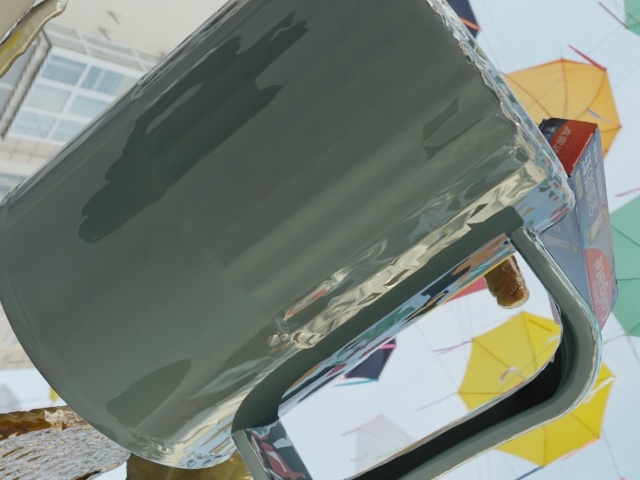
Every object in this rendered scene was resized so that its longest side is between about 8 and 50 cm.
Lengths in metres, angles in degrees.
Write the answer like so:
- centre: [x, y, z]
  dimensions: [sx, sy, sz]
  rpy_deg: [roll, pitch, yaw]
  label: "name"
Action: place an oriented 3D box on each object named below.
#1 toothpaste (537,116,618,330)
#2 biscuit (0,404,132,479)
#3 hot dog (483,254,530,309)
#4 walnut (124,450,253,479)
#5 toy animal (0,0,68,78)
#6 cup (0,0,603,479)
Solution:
- centre: [0.299, -0.003, 0.811]
  dimensions: [0.066, 0.320, 0.076]
  rpy_deg: [18, -117, 38]
  label: "toothpaste"
- centre: [-0.399, 0.291, 0.905]
  dimensions: [0.318, 0.318, 0.040]
  rpy_deg: [-40, -123, 31]
  label: "biscuit"
- centre: [0.358, 0.016, 1.472]
  dimensions: [0.088, 0.061, 0.286]
  rpy_deg: [-42, -126, 26]
  label: "hot dog"
- centre: [-0.196, 0.418, 1.254]
  dimensions: [0.282, 0.277, 0.253]
  rpy_deg: [22, -87, 29]
  label: "walnut"
- centre: [-0.271, -0.162, 0.319]
  dimensions: [0.289, 0.174, 0.249]
  rpy_deg: [11, -109, 1]
  label: "toy animal"
- centre: [-0.013, -0.012, 0.458]
  dimensions: [0.311, 0.257, 0.331]
  rpy_deg: [-37, -139, 17]
  label: "cup"
